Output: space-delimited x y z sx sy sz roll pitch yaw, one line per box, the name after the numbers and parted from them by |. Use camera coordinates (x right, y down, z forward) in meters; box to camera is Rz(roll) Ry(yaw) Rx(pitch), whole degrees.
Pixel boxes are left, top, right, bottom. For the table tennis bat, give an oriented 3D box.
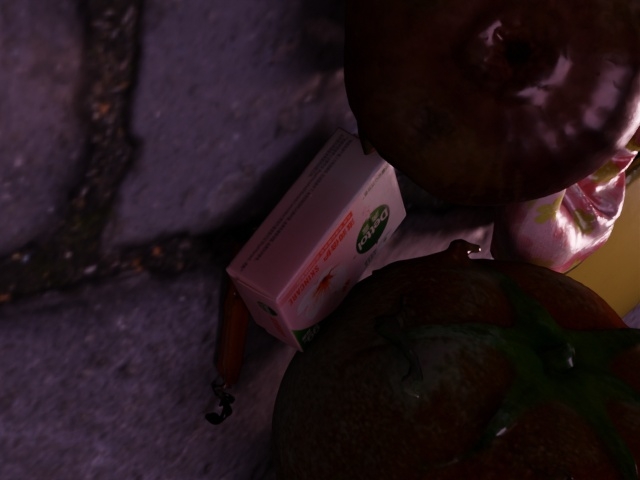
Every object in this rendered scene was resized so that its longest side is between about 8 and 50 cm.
0.322 -0.047 1.222 0.369 0.054 0.224 -50 148 5 | table tennis bat

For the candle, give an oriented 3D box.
-0.058 0.063 0.906 0.026 0.021 0.167 -20 135 -36 | candle

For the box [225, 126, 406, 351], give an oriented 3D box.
0.000 0.000 0.867 0.125 0.043 0.089 -53 155 -14 | box

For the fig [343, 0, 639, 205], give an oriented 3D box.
0.100 -0.118 0.793 0.205 0.205 0.205 -30 141 -28 | fig

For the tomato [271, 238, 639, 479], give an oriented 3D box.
0.115 0.160 0.936 0.303 0.303 0.239 -11 139 -44 | tomato

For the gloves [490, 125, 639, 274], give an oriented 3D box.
0.192 -0.072 0.987 0.145 0.126 0.241 -5 133 -17 | gloves
